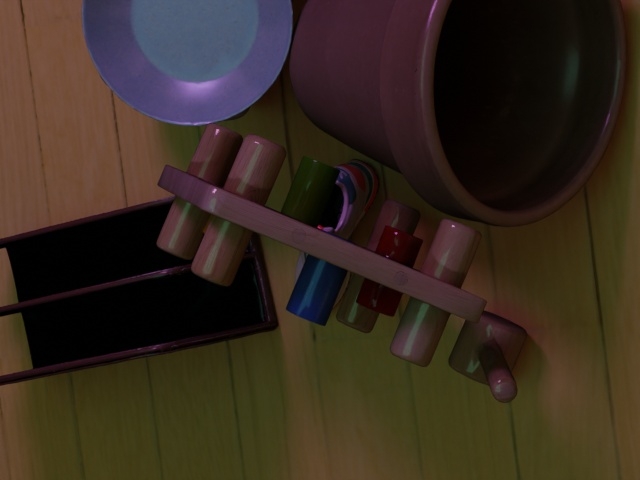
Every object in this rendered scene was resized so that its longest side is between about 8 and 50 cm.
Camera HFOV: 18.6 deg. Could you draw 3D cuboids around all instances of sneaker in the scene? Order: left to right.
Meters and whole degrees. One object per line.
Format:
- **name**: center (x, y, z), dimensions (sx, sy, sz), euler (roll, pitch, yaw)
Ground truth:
- **sneaker**: center (0.000, 0.000, 1.853), dimensions (0.057, 0.075, 0.161), euler (27, 108, 24)

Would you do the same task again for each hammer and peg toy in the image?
- **hammer and peg toy**: center (0.045, 0.018, 1.683), dimensions (0.361, 0.266, 0.127), euler (23, 91, -14)

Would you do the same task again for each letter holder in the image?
- **letter holder**: center (-0.234, 0.053, 1.910), dimensions (0.302, 0.214, 0.152), euler (-13, 90, 30)

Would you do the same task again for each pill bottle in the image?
- **pill bottle**: center (-0.106, -0.258, 1.838), dimensions (0.153, 0.153, 0.265), euler (24, 107, 25)

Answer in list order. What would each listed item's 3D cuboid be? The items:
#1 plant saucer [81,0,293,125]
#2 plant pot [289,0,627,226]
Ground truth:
- **plant saucer**: center (-0.116, -0.201, 1.753), dimensions (0.195, 0.037, 0.195), euler (2, 103, 10)
- **plant pot**: center (0.100, -0.157, 1.703), dimensions (0.229, 0.263, 0.263), euler (13, 103, 46)
